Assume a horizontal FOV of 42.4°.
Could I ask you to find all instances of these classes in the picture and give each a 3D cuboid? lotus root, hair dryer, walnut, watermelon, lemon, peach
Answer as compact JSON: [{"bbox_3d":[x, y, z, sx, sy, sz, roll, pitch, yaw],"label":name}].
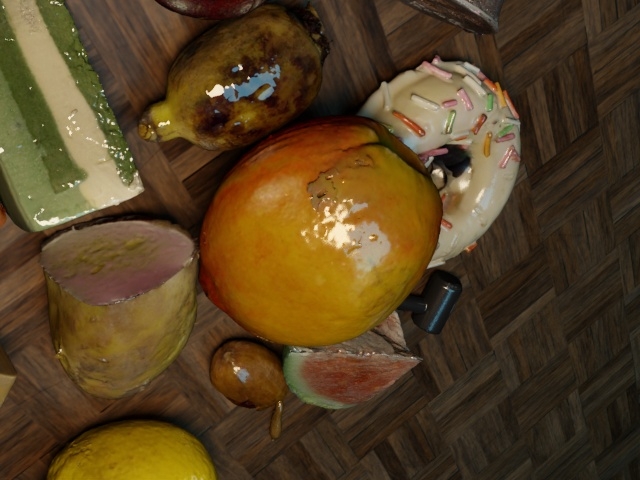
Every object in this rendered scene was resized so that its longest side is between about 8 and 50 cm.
[{"bbox_3d":[-0.106,-0.215,1.130,0.314,0.141,0.169,-35,129,-11],"label":"lotus root"},{"bbox_3d":[0.161,0.104,1.604,0.248,0.070,0.114,14,110,-32],"label":"hair dryer"},{"bbox_3d":[-0.119,0.240,1.450,0.116,0.116,0.207,-47,143,-1],"label":"walnut"},{"bbox_3d":[0.047,0.204,1.470,0.231,0.193,0.310,-34,128,6],"label":"watermelon"},{"bbox_3d":[-0.308,0.411,1.324,0.319,0.245,0.245,1,117,-34],"label":"lemon"},{"bbox_3d":[-0.002,-0.002,1.181,0.372,0.290,0.372,-35,167,-10],"label":"peach"}]

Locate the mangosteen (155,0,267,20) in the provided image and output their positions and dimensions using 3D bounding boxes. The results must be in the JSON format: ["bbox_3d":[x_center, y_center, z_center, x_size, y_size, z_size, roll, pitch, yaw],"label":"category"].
[{"bbox_3d":[-0.134,-0.357,0.984,0.216,0.216,0.216,-19,128,-26],"label":"mangosteen"}]

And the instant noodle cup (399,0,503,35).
[{"bbox_3d":[0.198,-0.431,1.178,0.217,0.217,0.207,16,101,-42],"label":"instant noodle cup"}]

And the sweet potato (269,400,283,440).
[{"bbox_3d":[-0.084,0.349,1.598,0.026,0.026,0.115,-10,124,-32],"label":"sweet potato"}]

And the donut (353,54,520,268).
[{"bbox_3d":[0.197,-0.120,1.419,0.382,0.142,0.383,-19,127,-27],"label":"donut"}]

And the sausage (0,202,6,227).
[{"bbox_3d":[-0.502,-0.051,0.962,0.258,0.133,0.133,14,109,-45],"label":"sausage"}]

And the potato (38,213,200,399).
[{"bbox_3d":[-0.281,0.116,1.186,0.229,0.229,0.266,-21,133,-24],"label":"potato"}]

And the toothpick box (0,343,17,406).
[{"bbox_3d":[-0.554,0.259,1.093,0.190,0.187,0.308,24,98,-42],"label":"toothpick box"}]

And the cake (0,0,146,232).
[{"bbox_3d":[-0.326,-0.149,0.997,0.158,0.172,0.284,-23,128,-25],"label":"cake"}]
